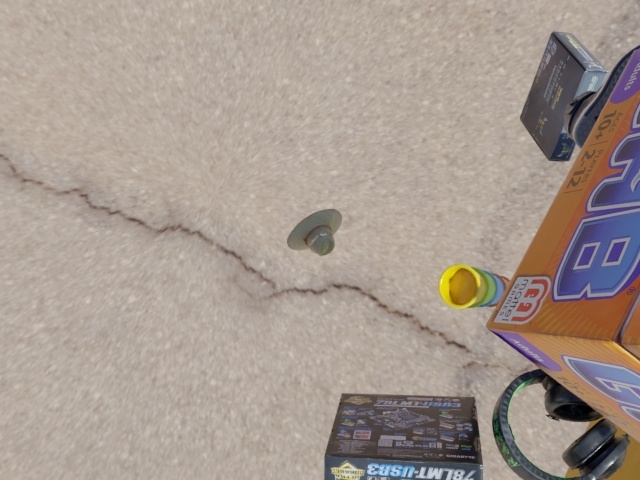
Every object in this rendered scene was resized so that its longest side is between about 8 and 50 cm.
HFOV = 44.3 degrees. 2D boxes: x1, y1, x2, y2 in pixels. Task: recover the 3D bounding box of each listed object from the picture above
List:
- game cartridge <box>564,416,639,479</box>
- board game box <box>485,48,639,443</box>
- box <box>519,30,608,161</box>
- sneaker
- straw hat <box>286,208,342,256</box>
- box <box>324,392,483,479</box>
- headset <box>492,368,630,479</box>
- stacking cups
[{"bbox_3d":[0.696,0.533,1.842,0.052,0.285,0.324,18,104,-11],"label":"game cartridge"},{"bbox_3d":[0.448,0.031,0.691,0.356,0.356,0.356,36,75,-17],"label":"board game box"},{"bbox_3d":[0.538,-0.322,1.760,0.059,0.183,0.233,-1,131,-14],"label":"box"},{"bbox_3d":[0.526,-0.266,1.406,0.086,0.163,0.226,41,105,-1],"label":"sneaker"},{"bbox_3d":[0.000,0.000,1.714,0.144,0.144,0.061,-27,62,-5],"label":"straw hat"},{"bbox_3d":[0.169,0.395,1.565,0.295,0.293,0.073,1,102,7],"label":"box"},{"bbox_3d":[0.539,0.387,1.622,0.394,0.185,0.243,-6,59,-12],"label":"headset"},{"bbox_3d":[0.378,0.114,1.774,0.096,0.316,0.096,-6,80,34],"label":"stacking cups"}]
